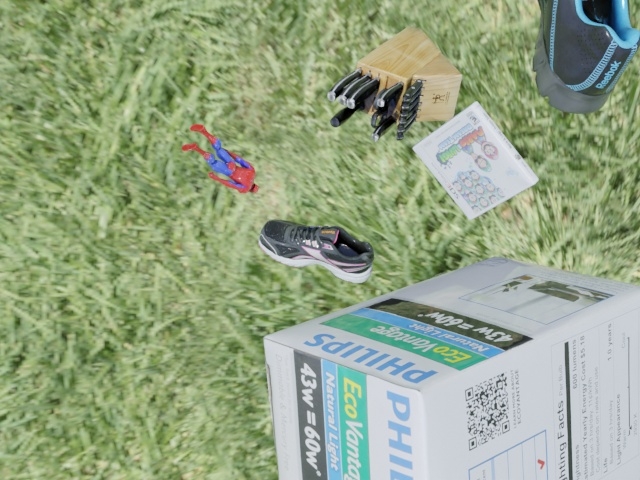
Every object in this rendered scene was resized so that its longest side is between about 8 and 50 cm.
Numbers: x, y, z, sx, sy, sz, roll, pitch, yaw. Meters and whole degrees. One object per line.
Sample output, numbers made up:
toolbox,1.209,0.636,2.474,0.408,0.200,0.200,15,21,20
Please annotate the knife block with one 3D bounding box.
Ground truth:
knife block,0.099,-0.265,1.826,0.242,0.276,0.088,-3,125,-18

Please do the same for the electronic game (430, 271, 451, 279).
electronic game,0.222,0.160,1.699,0.048,0.229,0.229,-15,82,-20

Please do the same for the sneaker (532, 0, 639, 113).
sneaker,0.311,-0.326,1.305,0.125,0.140,0.341,-3,67,-17

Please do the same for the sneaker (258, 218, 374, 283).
sneaker,0.000,0.000,1.611,0.178,0.077,0.072,14,59,-6

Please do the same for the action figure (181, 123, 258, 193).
action figure,-0.100,-0.080,1.142,0.030,0.115,0.038,-1,62,37

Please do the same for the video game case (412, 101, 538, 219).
video game case,0.223,-0.113,1.586,0.143,0.157,0.019,51,56,-3

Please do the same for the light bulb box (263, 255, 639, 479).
light bulb box,0.155,0.238,1.141,0.225,0.361,0.358,12,111,48
